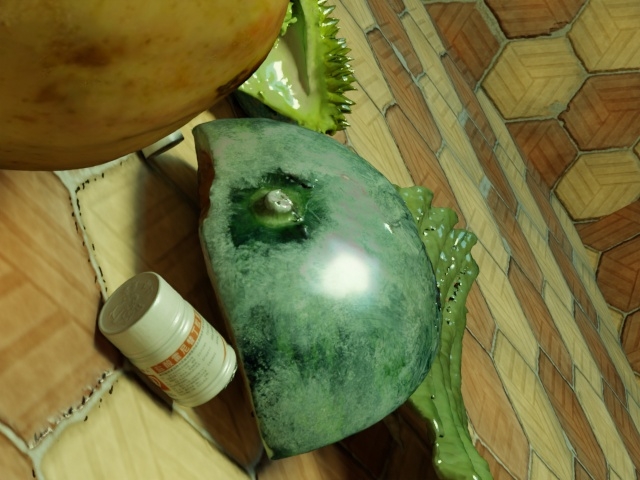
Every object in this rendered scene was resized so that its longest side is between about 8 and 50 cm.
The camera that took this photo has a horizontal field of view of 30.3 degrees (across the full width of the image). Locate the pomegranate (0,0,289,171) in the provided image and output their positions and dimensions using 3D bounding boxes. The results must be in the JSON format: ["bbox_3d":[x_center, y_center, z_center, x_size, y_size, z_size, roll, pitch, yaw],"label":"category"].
[{"bbox_3d":[-0.174,-0.195,0.656,0.342,0.342,0.342,52,20,-27],"label":"pomegranate"}]

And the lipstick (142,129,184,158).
[{"bbox_3d":[-0.163,-0.135,1.002,0.131,0.038,0.038,61,17,0],"label":"lipstick"}]

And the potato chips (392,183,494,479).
[{"bbox_3d":[0.139,0.153,1.153,0.373,0.097,0.389,67,13,-55],"label":"potato chips"}]

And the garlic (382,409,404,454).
[{"bbox_3d":[0.032,0.101,1.116,0.198,0.090,0.128,63,5,21],"label":"garlic"}]

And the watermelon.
[{"bbox_3d":[-0.001,-0.003,0.946,0.175,0.188,0.322,82,-11,-58],"label":"watermelon"}]

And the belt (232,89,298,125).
[{"bbox_3d":[-0.054,-0.196,1.330,0.147,0.082,0.163,36,34,-33],"label":"belt"}]

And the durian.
[{"bbox_3d":[-0.093,-0.224,1.164,0.355,0.157,0.170,32,73,-29],"label":"durian"}]

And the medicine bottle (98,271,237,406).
[{"bbox_3d":[-0.105,0.070,0.819,0.089,0.057,0.057,50,21,-33],"label":"medicine bottle"}]
